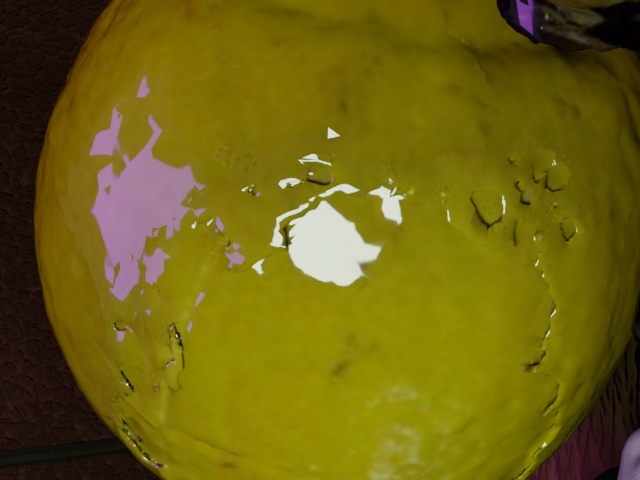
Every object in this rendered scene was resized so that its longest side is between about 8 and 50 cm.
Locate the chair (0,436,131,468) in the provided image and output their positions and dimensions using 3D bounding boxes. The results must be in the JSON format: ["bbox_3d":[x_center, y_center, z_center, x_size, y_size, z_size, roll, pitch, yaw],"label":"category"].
[{"bbox_3d":[-0.179,0.343,1.253,0.364,0.362,0.410,26,114,53],"label":"chair"}]

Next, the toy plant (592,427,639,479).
[{"bbox_3d":[0.124,0.206,0.539,0.232,0.112,0.243,89,178,-54],"label":"toy plant"}]

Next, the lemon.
[{"bbox_3d":[0.011,-0.011,0.641,0.297,0.297,0.297,176,90,-81],"label":"lemon"}]

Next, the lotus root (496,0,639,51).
[{"bbox_3d":[0.105,-0.161,0.423,0.138,0.138,0.214,-115,31,-67],"label":"lotus root"}]
